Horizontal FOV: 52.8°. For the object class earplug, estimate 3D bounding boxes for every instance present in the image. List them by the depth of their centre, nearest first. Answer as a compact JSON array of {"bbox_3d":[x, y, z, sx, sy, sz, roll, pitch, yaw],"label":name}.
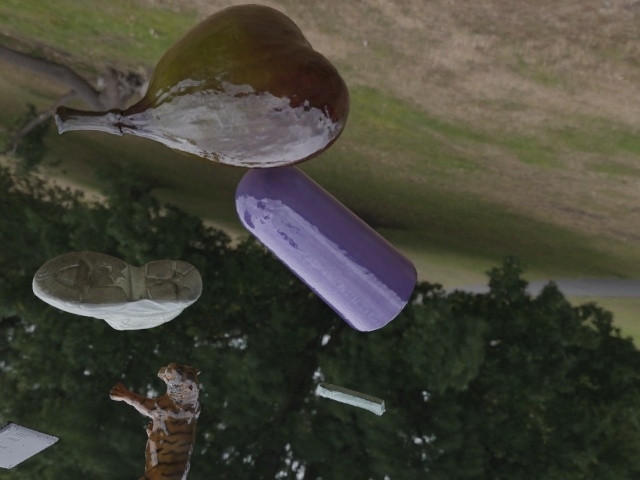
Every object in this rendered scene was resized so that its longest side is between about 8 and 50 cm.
[{"bbox_3d":[0.000,0.000,1.434,0.456,0.215,0.215,41,161,-29],"label":"earplug"}]

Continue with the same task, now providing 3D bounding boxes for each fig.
[{"bbox_3d":[-0.109,-0.138,0.615,0.274,0.170,0.145,-17,152,-26],"label":"fig"}]

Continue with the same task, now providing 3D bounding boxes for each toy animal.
[{"bbox_3d":[-0.203,0.291,0.815,0.116,0.255,0.114,-10,152,24],"label":"toy animal"}]

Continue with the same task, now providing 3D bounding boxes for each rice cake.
[{"bbox_3d":[0.051,0.261,1.070,0.121,0.022,0.021,11,-152,30],"label":"rice cake"}]

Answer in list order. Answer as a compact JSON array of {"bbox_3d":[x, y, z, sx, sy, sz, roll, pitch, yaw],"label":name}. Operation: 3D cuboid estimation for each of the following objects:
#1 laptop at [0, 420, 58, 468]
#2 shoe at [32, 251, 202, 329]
[{"bbox_3d":[-0.661,0.438,1.374,0.016,0.129,0.180,59,177,29],"label":"laptop"},{"bbox_3d":[-0.451,0.131,1.416,0.342,0.132,0.210,5,147,-28],"label":"shoe"}]
